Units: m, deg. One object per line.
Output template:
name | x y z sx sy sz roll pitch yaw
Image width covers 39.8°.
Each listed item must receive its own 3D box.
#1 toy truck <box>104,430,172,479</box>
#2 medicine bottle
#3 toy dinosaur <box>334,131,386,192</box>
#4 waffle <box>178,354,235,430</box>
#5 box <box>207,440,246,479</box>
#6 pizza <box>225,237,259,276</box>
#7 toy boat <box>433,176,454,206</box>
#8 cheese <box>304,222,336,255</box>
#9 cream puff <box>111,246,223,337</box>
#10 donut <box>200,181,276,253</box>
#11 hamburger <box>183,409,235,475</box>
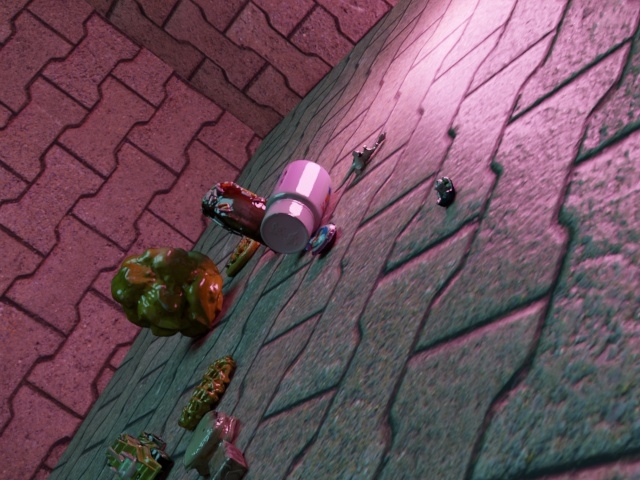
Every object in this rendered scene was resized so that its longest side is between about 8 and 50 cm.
toy truck | -0.444 0.514 2.093 0.128 0.135 0.259 -54 9 -6
medicine bottle | -0.064 -0.087 2.296 0.152 0.152 0.255 -44 15 36
toy dinosaur | 0.103 -0.206 2.286 0.187 0.044 0.106 -60 -7 37
waffle | -0.270 0.353 2.085 0.149 0.051 0.194 -40 19 42
box | -0.169 0.408 1.593 0.062 0.045 0.098 -54 11 0
pizza | -0.255 0.041 2.871 0.175 0.046 0.134 -51 13 12
toy boat | 0.217 -0.090 1.566 0.038 0.038 0.083 -46 15 29
cheese | 0.000 0.000 2.089 0.095 0.038 0.145 -58 15 -22
cream puff | -0.456 0.184 2.660 0.291 0.324 0.257 -52 42 36
donut | -0.219 -0.080 2.592 0.136 0.259 0.345 -61 12 0
hamburger | -0.223 0.402 1.765 0.133 0.062 0.140 -51 15 15
